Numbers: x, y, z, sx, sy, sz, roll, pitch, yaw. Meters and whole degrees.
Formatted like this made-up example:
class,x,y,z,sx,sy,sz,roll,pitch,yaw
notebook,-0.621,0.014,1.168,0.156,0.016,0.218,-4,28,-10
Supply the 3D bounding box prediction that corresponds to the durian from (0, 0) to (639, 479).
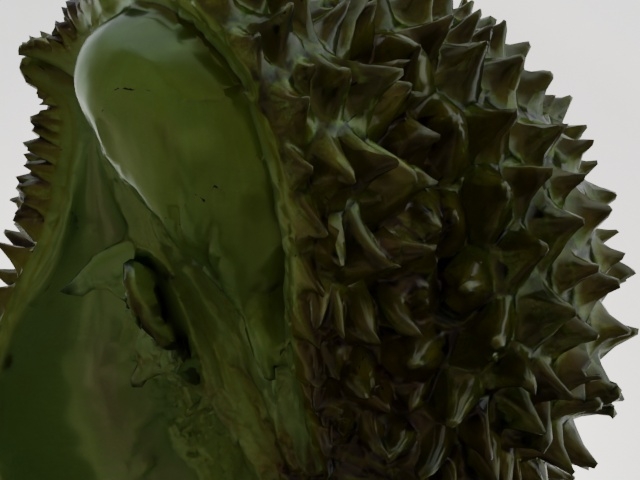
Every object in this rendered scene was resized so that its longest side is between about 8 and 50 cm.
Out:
class,x,y,z,sx,sy,sz,roll,pitch,yaw
durian,-0.005,0.021,0.450,0.200,0.177,0.236,20,-72,54
